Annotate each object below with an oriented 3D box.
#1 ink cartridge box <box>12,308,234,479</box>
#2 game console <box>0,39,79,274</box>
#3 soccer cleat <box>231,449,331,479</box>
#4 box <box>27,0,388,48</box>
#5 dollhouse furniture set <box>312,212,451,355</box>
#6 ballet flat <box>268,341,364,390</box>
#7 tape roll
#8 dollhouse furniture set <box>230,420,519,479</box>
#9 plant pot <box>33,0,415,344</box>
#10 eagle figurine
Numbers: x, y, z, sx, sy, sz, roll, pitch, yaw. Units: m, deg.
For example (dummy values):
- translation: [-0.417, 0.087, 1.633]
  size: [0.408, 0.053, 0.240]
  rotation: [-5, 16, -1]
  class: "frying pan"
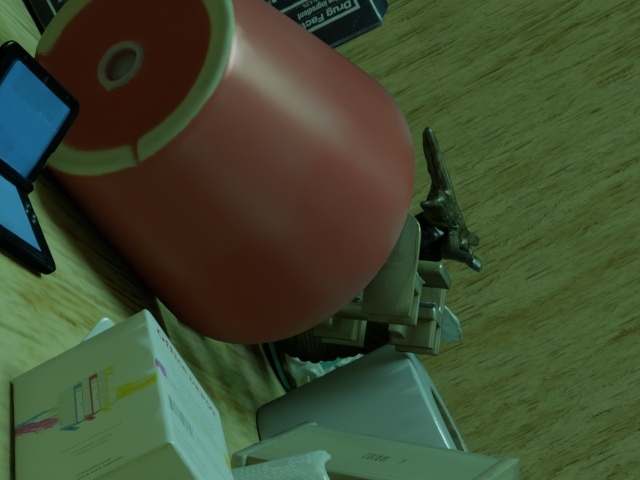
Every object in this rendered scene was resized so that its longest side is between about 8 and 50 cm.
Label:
- translation: [-0.106, 0.116, 0.835]
  size: [0.092, 0.090, 0.143]
  rotation: [61, 4, -31]
  class: "ink cartridge box"
- translation: [-0.188, -0.050, 0.985]
  size: [0.107, 0.071, 0.122]
  rotation: [65, 5, 21]
  class: "game console"
- translation: [0.019, 0.281, 0.976]
  size: [0.331, 0.143, 0.116]
  rotation: [62, 5, -21]
  class: "soccer cleat"
- translation: [-0.129, -0.282, 1.475]
  size: [0.294, 0.296, 0.183]
  rotation: [64, 10, -9]
  class: "box"
- translation: [0.000, 0.000, 1.419]
  size: [0.212, 0.242, 0.161]
  rotation: [50, 47, -72]
  class: "dollhouse furniture set"
- translation: [-0.021, 0.043, 1.931]
  size: [0.147, 0.147, 0.409]
  rotation: [60, 5, -37]
  class: "ballet flat"
- translation: [0.065, 0.242, 1.542]
  size: [0.246, 0.169, 0.246]
  rotation: [63, 5, -10]
  class: "tape roll"
- translation: [0.019, 0.327, 1.213]
  size: [0.286, 0.198, 0.303]
  rotation: [-12, 106, -63]
  class: "dollhouse furniture set"
- translation: [-0.094, -0.085, 1.237]
  size: [0.243, 0.275, 0.275]
  rotation: [41, 20, -51]
  class: "plant pot"
- translation: [0.017, 0.021, 1.641]
  size: [0.225, 0.298, 0.226]
  rotation: [-49, 121, -79]
  class: "eagle figurine"
